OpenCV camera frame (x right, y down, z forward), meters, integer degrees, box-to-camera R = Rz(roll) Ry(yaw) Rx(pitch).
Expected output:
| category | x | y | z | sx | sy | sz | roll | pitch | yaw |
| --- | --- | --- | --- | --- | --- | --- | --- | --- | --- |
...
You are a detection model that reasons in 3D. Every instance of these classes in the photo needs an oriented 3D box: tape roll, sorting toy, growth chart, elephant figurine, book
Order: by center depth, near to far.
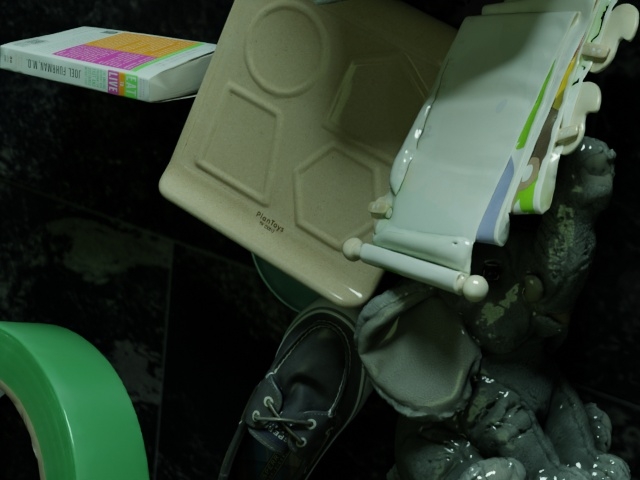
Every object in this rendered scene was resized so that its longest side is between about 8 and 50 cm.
| category | x | y | z | sx | sy | sz | roll | pitch | yaw |
| --- | --- | --- | --- | --- | --- | --- | --- | --- | --- |
| growth chart | 0.108 | -0.073 | 0.846 | 0.172 | 0.021 | 0.237 | 28 | 91 | 57 |
| elephant figurine | 0.112 | 0.061 | 0.909 | 0.186 | 0.169 | 0.239 | -12 | 96 | 4 |
| sorting toy | -0.002 | -0.084 | 0.984 | 0.193 | 0.038 | 0.208 | 31 | 104 | 22 |
| book | -0.158 | -0.136 | 1.048 | 0.144 | 0.096 | 0.035 | 16 | 113 | 29 |
| tape roll | -0.275 | 0.230 | 1.184 | 0.321 | 0.077 | 0.321 | -6 | 81 | 43 |

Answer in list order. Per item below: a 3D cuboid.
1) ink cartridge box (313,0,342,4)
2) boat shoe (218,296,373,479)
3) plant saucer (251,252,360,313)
| category | x | y | z | sx | sy | sz | roll | pitch | yaw |
| --- | --- | --- | --- | --- | --- | --- | --- | --- | --- |
| ink cartridge box | 0.102 | -0.199 | 0.850 | 0.209 | 0.109 | 0.062 | -7 | 101 | 34 |
| boat shoe | -0.028 | 0.140 | 1.050 | 0.080 | 0.076 | 0.228 | 36 | 126 | 8 |
| plant saucer | 0.000 | 0.000 | 1.034 | 0.119 | 0.021 | 0.119 | 11 | 111 | 30 |
